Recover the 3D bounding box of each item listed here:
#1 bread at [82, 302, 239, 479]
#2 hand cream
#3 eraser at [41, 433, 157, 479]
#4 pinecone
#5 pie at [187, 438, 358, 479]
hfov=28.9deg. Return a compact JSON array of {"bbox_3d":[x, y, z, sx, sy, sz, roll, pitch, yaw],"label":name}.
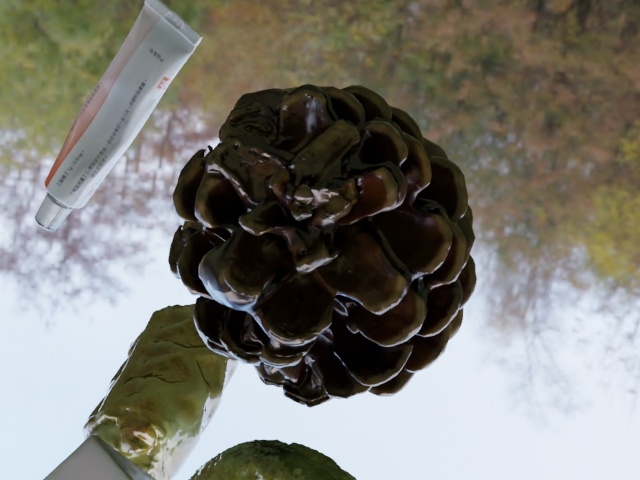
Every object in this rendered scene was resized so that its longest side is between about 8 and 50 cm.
[{"bbox_3d":[-0.185,0.184,1.459,0.130,0.152,0.268,40,-149,-10],"label":"bread"},{"bbox_3d":[-0.174,-0.098,1.013,0.052,0.216,0.038,32,-161,-13],"label":"hand cream"},{"bbox_3d":[-0.256,0.346,0.967,0.082,0.397,0.213,44,175,41],"label":"eraser"},{"bbox_3d":[-0.002,-0.010,0.922,0.243,0.257,0.243,-8,-129,10],"label":"pinecone"},{"bbox_3d":[-0.036,0.266,0.807,0.277,0.277,0.078,31,-176,43],"label":"pie"}]
